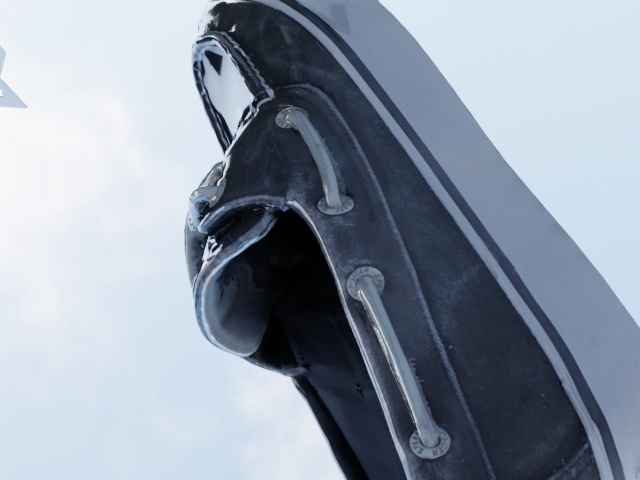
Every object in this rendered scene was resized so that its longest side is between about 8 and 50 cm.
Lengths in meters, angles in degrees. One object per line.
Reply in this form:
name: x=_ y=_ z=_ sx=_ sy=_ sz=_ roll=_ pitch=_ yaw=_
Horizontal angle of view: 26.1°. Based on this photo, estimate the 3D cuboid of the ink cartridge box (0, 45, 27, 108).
ink cartridge box: x=-0.405 y=-0.195 z=1.437 sx=0.198 sy=0.115 sz=0.067 roll=10 pitch=-101 yaw=8

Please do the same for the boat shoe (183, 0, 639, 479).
boat shoe: x=0.000 y=0.000 z=0.480 sx=0.102 sy=0.108 sz=0.301 roll=-16 pitch=-134 yaw=-18
